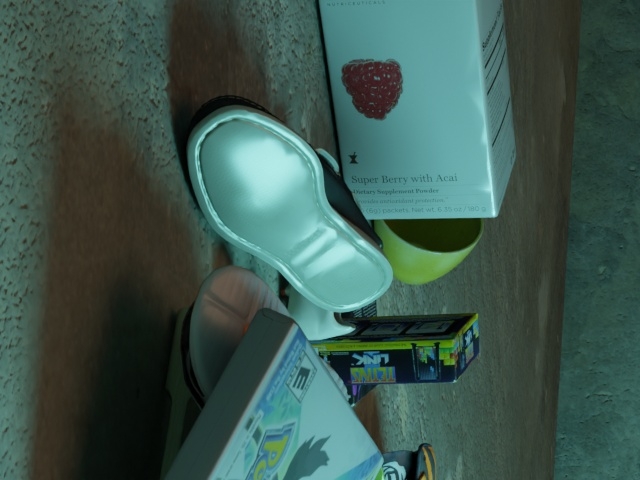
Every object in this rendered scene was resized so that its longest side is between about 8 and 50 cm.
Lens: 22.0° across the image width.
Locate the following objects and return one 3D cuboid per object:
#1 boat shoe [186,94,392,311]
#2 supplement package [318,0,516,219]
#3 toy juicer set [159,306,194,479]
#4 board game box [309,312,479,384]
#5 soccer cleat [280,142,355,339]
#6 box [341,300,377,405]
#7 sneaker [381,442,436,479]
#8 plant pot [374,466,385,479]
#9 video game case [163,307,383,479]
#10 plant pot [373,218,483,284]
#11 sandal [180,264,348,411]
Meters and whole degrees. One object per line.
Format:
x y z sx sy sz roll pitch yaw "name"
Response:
-0.037 -0.041 1.458 0.302 0.114 0.091 55 8 -49 "boat shoe"
0.113 -0.191 1.848 0.175 0.177 0.293 -62 147 -59 "supplement package"
-0.052 0.138 1.404 0.329 0.089 0.209 24 66 -73 "toy juicer set"
0.068 0.112 1.684 0.141 0.170 0.048 -24 111 -73 "board game box"
0.000 0.000 1.620 0.068 0.076 0.196 -4 93 -74 "soccer cleat"
0.037 0.095 1.841 0.116 0.029 0.162 -20 107 -73 "box"
0.074 0.333 1.835 0.321 0.124 0.180 -75 156 -74 "sneaker"
0.019 0.264 1.671 0.083 0.079 0.083 0 90 -74 "plant pot"
-0.067 0.251 1.227 0.329 0.036 0.300 -62 155 -17 "video game case"
0.121 -0.002 2.000 0.134 0.134 0.095 -74 -179 -46 "plant pot"
-0.060 0.106 1.297 0.102 0.076 0.265 -66 149 -20 "sandal"
